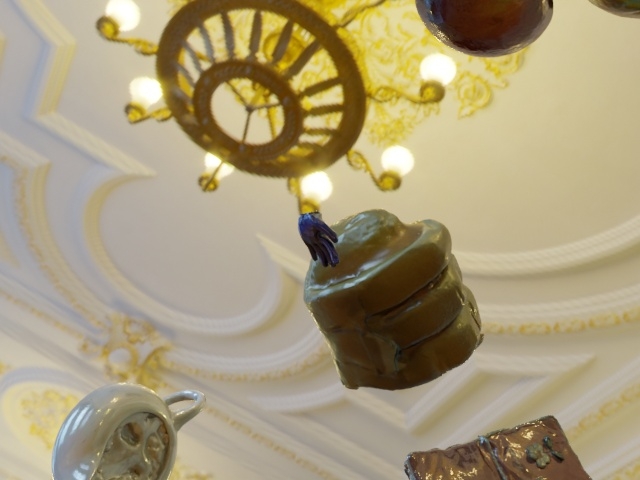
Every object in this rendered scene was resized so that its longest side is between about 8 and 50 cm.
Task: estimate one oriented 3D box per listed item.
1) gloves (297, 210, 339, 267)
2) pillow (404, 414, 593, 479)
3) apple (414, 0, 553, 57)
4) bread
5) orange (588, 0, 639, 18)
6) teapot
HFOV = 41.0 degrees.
[{"bbox_3d":[0.000,0.000,1.176,0.064,0.026,0.086,-2,-67,52],"label":"gloves"},{"bbox_3d":[0.206,0.276,0.964,0.233,0.126,0.043,-6,-40,-31],"label":"pillow"},{"bbox_3d":[0.208,-0.322,1.073,0.173,0.160,0.195,21,-41,44],"label":"apple"},{"bbox_3d":[0.122,0.113,1.552,0.301,0.210,0.341,-12,-62,15],"label":"bread"},{"bbox_3d":[0.465,-0.413,1.251,0.237,0.179,0.158,-2,-13,-16],"label":"orange"},{"bbox_3d":[-0.208,0.215,0.894,0.092,0.226,0.145,4,-63,33],"label":"teapot"}]
